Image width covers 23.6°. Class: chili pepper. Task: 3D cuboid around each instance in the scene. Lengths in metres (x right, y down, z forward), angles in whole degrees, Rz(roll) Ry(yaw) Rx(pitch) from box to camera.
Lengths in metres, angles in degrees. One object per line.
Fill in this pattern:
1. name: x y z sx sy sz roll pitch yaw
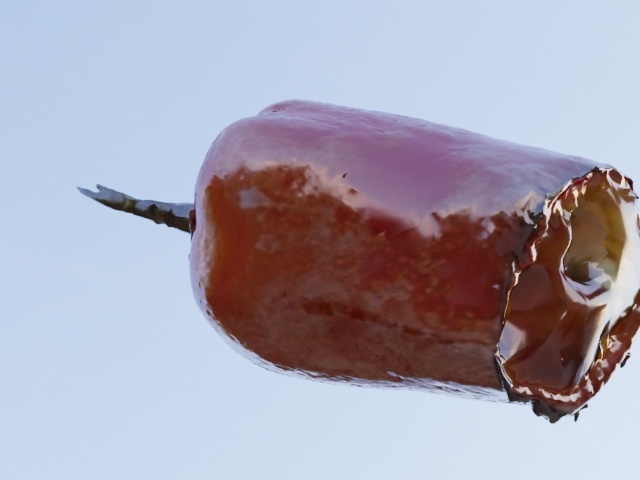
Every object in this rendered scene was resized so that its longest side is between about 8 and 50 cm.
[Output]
1. chili pepper: 0.000 0.000 0.471 0.192 0.084 0.086 11 8 27
